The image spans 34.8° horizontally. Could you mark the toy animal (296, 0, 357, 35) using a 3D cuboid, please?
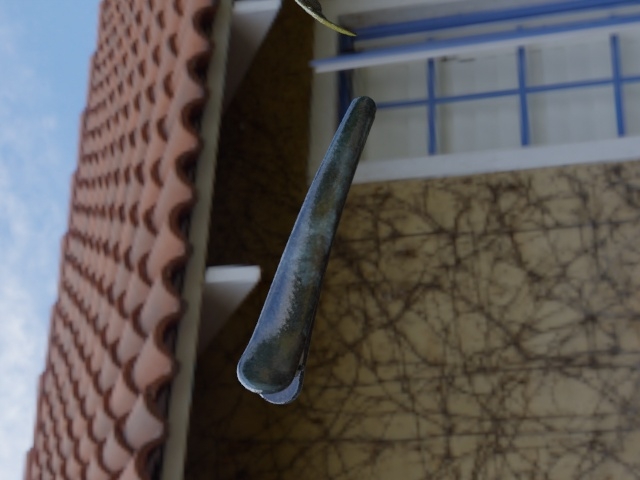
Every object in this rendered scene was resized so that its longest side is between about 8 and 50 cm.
[{"bbox_3d":[-0.023,-0.319,0.990,0.155,0.095,0.219,7,-120,-58],"label":"toy animal"}]

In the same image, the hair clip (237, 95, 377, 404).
[{"bbox_3d":[0.000,0.000,0.706,0.070,0.039,0.229,60,-132,-73],"label":"hair clip"}]
